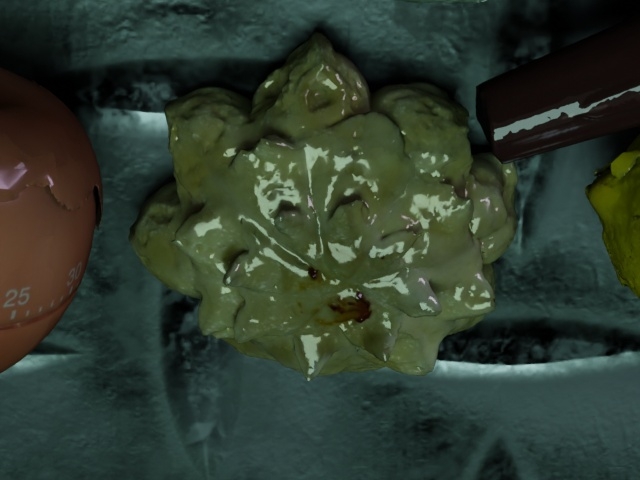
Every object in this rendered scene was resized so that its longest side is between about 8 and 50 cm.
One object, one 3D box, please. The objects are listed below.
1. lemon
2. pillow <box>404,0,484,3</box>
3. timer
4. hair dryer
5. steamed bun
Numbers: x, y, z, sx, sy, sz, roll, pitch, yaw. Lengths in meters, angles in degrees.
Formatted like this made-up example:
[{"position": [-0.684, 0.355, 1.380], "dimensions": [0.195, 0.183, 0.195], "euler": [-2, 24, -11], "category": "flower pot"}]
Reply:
[{"position": [0.291, -0.013, 1.217], "dimensions": [0.206, 0.173, 0.173], "euler": [18, 125, -10], "category": "lemon"}, {"position": [-0.004, -0.259, 1.043], "dimensions": [0.310, 0.138, 0.283], "euler": [7, 136, -4], "category": "pillow"}, {"position": [-0.269, -0.017, 1.167], "dimensions": [0.230, 0.229, 0.215], "euler": [20, 116, -16], "category": "timer"}, {"position": [0.231, -0.228, 1.089], "dimensions": [0.313, 0.123, 0.340], "euler": [-15, 115, -2], "category": "hair dryer"}, {"position": [0.000, 0.000, 1.246], "dimensions": [0.292, 0.137, 0.295], "euler": [3, 130, 0], "category": "steamed bun"}]
